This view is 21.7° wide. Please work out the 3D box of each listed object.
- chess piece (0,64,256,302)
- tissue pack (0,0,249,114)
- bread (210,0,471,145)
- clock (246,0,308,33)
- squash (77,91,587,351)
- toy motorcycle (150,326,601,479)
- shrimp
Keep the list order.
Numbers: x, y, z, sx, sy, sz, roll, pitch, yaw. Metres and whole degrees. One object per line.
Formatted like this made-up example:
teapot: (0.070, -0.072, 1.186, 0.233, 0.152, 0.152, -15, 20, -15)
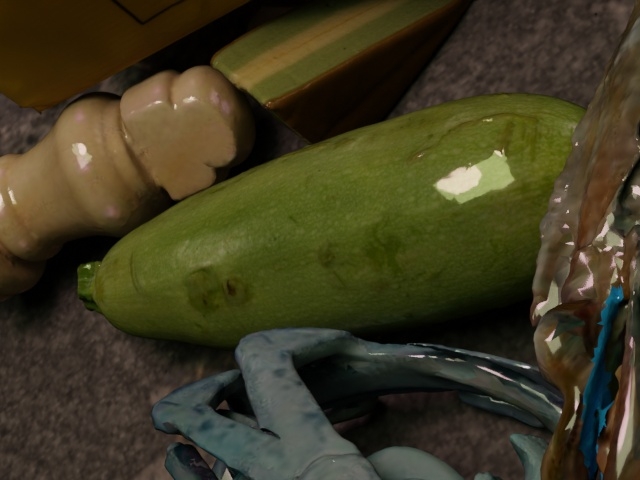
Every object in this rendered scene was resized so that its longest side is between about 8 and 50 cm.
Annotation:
chess piece: (-0.217, -0.009, 1.100, 0.397, 0.117, 0.117, -25, 56, 20)
tissue pack: (-0.088, -0.299, 0.994, 0.382, 0.228, 0.293, -26, 54, 22)
bread: (0.015, -0.128, 1.010, 0.139, 0.084, 0.074, -51, 49, 2)
clock: (-0.008, -0.226, 1.090, 0.155, 0.063, 0.229, 7, 71, 36)
squash: (-0.002, 0.004, 0.936, 0.370, 0.118, 0.118, -14, 60, 30)
toy motorcycle: (0.038, 0.141, 0.831, 0.260, 0.154, 0.206, 13, 53, 25)
shrimp: (0.231, -0.056, 0.791, 0.221, 0.110, 0.446, 27, 76, 24)
